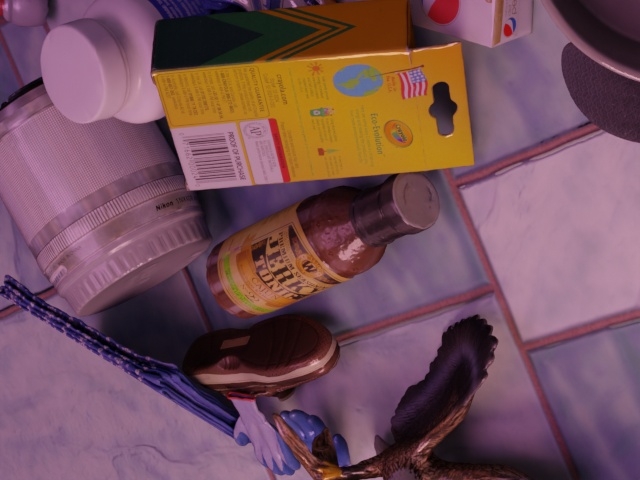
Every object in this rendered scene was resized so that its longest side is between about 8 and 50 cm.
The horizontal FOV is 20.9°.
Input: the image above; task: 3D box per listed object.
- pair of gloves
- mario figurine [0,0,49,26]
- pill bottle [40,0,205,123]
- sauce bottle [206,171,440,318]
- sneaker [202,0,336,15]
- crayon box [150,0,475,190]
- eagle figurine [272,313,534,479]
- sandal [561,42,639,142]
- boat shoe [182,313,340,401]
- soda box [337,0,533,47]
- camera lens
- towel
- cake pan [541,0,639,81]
[{"bbox_3d":[-0.040,0.255,2.186,0.198,0.023,0.159,8,139,38],"label":"pair of gloves"},{"bbox_3d":[-0.457,-0.383,2.340,0.321,0.170,0.198,-19,57,38],"label":"mario figurine"},{"bbox_3d":[-0.180,-0.220,1.983,0.152,0.272,0.152,21,121,39],"label":"pill bottle"},{"bbox_3d":[0.000,0.000,2.019,0.344,0.111,0.111,-27,88,49],"label":"sauce bottle"},{"bbox_3d":[-0.086,-0.310,1.916,0.296,0.131,0.112,62,-179,22],"label":"sneaker"},{"bbox_3d":[-0.002,-0.153,1.838,0.319,0.081,0.202,-4,143,6],"label":"crayon box"},{"bbox_3d":[0.130,0.248,1.975,0.298,0.225,0.226,-29,130,19],"label":"eagle figurine"},{"bbox_3d":[0.348,-0.134,1.658,0.254,0.054,0.097,22,129,27],"label":"sandal"},{"bbox_3d":[-0.057,0.154,2.178,0.257,0.095,0.095,-5,139,48],"label":"boat shoe"},{"bbox_3d":[0.118,-0.266,1.812,0.216,0.069,0.074,22,122,37],"label":"soda box"},{"bbox_3d":[-0.288,-0.070,2.199,0.219,0.219,0.274,-38,79,47],"label":"camera lens"},{"bbox_3d":[-0.252,0.156,2.299,0.336,0.243,0.040,26,81,36],"label":"towel"},{"bbox_3d":[0.325,-0.277,1.511,0.293,0.054,0.293,4,117,9],"label":"cake pan"}]
